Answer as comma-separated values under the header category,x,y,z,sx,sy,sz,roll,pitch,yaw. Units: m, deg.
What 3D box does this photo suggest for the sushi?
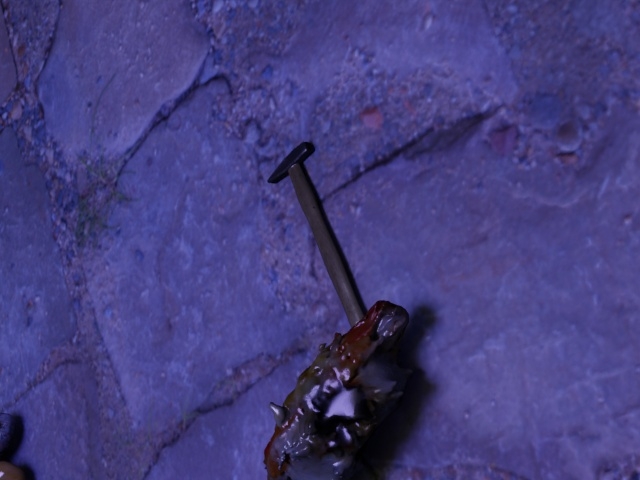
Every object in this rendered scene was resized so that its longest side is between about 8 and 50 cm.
category,x,y,z,sx,sy,sz,roll,pitch,yaw
sushi,0.014,0.153,1.114,0.103,0.097,0.226,44,116,38

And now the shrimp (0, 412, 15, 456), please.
category,x,y,z,sx,sy,sz,roll,pitch,yaw
shrimp,-0.430,0.261,1.544,0.165,0.057,0.065,-26,44,36

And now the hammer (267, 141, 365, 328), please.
category,x,y,z,sx,sy,sz,roll,pitch,yaw
hammer,0.000,0.000,1.207,0.062,0.013,0.199,-40,58,33

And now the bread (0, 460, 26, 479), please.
category,x,y,z,sx,sy,sz,roll,pitch,yaw
bread,-0.396,0.381,1.483,0.134,0.081,0.225,-24,69,40
